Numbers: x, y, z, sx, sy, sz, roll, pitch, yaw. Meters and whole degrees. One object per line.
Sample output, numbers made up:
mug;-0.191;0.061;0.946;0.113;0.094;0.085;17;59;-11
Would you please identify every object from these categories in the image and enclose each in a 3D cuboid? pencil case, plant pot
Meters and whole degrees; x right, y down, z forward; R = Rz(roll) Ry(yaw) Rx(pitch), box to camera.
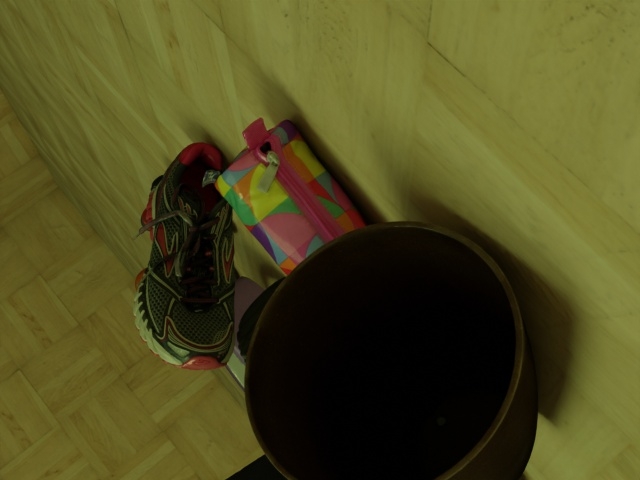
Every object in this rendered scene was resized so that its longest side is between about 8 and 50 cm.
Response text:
pencil case;0.000;0.000;0.906;0.236;0.104;0.104;50;166;-1
plant pot;0.089;0.132;0.793;0.215;0.215;0.230;40;176;39

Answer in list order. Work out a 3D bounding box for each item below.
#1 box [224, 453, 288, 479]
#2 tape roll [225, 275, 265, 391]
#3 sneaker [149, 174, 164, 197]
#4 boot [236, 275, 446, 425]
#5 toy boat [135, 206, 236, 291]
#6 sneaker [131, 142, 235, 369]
box;0.011;0.468;1.550;0.296;0.294;0.183;62;169;-21
tape roll;-0.068;0.187;1.454;0.275;0.090;0.275;48;165;18
sneaker;-0.212;-0.038;1.504;0.132;0.086;0.228;58;166;-13
boot;0.108;0.270;1.179;0.445;0.146;0.367;56;168;-32
toy boat;-0.250;0.049;1.697;0.231;0.151;0.151;53;166;-3
sneaker;-0.157;0.016;1.173;0.112;0.121;0.299;123;144;-47
